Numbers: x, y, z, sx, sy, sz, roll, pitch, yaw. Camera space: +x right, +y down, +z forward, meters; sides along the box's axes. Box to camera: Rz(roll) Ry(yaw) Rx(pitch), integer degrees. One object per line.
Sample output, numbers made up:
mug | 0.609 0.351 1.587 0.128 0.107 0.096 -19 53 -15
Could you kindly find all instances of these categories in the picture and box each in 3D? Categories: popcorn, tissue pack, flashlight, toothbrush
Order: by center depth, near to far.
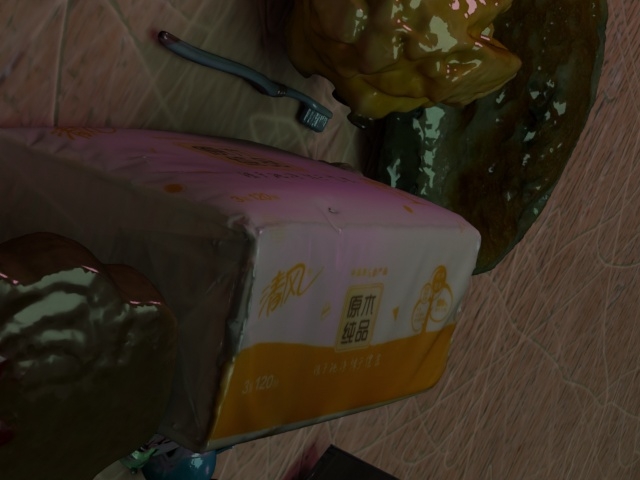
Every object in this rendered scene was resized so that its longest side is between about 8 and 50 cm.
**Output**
tissue pack | -0.050 0.016 0.758 0.225 0.185 0.124 -2 108 -57
popcorn | 0.049 -0.140 0.871 0.167 0.148 0.152 12 118 -48
toothbrush | -0.043 -0.098 0.871 0.193 0.013 0.019 20 97 -59
flashlight | -0.068 0.118 0.919 0.129 0.051 0.051 -39 136 -49

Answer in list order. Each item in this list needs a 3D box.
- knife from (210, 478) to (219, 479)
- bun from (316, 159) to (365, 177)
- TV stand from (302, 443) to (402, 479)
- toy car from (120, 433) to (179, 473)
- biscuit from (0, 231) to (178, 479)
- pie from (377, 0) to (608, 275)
knife | -0.111 0.278 0.963 0.072 0.019 0.245 0 108 -57
bun | 0.000 0.000 0.928 0.115 0.069 0.115 -47 146 -45
TV stand | -0.031 0.278 1.004 0.269 0.083 0.088 -47 151 -36
toy car | -0.120 0.095 0.810 0.069 0.055 0.142 -41 150 23
biscuit | -0.201 0.057 0.537 0.320 0.047 0.183 23 102 -40
pie | 0.134 -0.116 1.084 0.302 0.067 0.302 -32 132 -45
